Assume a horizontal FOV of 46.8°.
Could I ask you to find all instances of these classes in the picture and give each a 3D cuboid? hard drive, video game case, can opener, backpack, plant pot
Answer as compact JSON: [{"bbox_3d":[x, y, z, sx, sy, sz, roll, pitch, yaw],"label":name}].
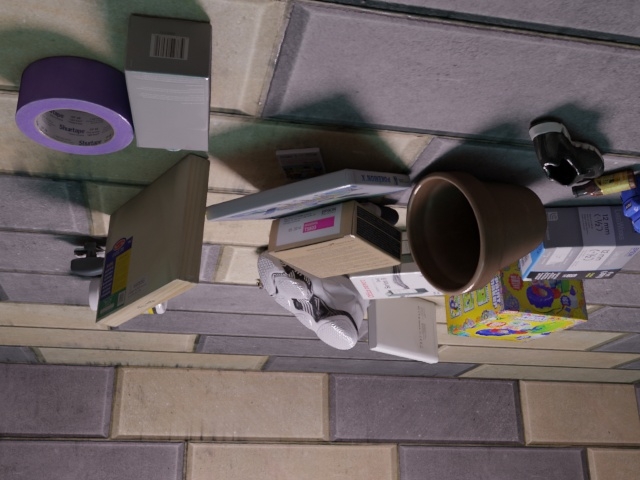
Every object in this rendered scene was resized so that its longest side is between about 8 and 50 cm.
[{"bbox_3d":[0.264,0.268,2.352,0.308,0.202,0.040,19,152,-41],"label":"hard drive"},{"bbox_3d":[-0.037,-0.155,1.513,0.087,0.011,0.122,-4,159,7],"label":"video game case"},{"bbox_3d":[-0.501,0.052,1.924,0.284,0.095,0.076,1,160,-4],"label":"can opener"},{"bbox_3d":[0.705,-0.073,1.589,0.101,0.120,0.098,0,160,-2],"label":"backpack"},{"bbox_3d":[0.346,-0.029,1.575,0.229,0.262,0.263,-10,165,-28],"label":"plant pot"},{"bbox_3d":[-0.017,-0.088,1.519,0.329,0.036,0.300,-13,176,28],"label":"video game case"}]

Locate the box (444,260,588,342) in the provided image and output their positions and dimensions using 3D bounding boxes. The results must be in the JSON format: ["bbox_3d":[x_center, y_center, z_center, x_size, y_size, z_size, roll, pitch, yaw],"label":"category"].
[{"bbox_3d":[0.558,0.171,2.148,0.290,0.176,0.279,8,156,-22],"label":"box"}]

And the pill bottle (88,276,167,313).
[{"bbox_3d":[-0.560,0.156,2.163,0.209,0.119,0.119,-1,159,-1],"label":"pill bottle"}]

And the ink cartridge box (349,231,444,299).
[{"bbox_3d":[0.231,0.065,1.938,0.289,0.121,0.211,-5,158,13],"label":"ink cartridge box"}]

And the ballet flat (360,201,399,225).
[{"bbox_3d":[0.077,-0.055,1.700,0.203,0.074,0.074,-2,159,11],"label":"ballet flat"}]

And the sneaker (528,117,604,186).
[{"bbox_3d":[0.477,-0.144,1.421,0.078,0.106,0.234,-18,153,40],"label":"sneaker"}]

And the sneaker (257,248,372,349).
[{"bbox_3d":[-0.004,0.118,2.067,0.366,0.210,0.137,45,142,-13],"label":"sneaker"}]

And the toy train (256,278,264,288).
[{"bbox_3d":[-0.125,0.143,2.265,0.158,0.027,0.036,14,151,-33],"label":"toy train"}]

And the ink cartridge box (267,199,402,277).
[{"bbox_3d":[0.034,0.003,1.642,0.235,0.088,0.193,-11,153,36],"label":"ink cartridge box"}]

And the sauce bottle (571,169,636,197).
[{"bbox_3d":[0.605,-0.117,1.582,0.128,0.042,0.042,-14,155,27],"label":"sauce bottle"}]

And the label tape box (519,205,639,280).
[{"bbox_3d":[0.688,0.011,1.822,0.348,0.115,0.249,0,159,3],"label":"label tape box"}]

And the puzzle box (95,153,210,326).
[{"bbox_3d":[-0.366,0.012,1.583,0.052,0.271,0.409,17,154,-34],"label":"puzzle box"}]

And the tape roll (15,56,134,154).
[{"bbox_3d":[-0.406,-0.221,1.239,0.189,0.080,0.189,-1,159,0],"label":"tape roll"}]

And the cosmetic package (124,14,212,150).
[{"bbox_3d":[-0.235,-0.238,1.172,0.127,0.107,0.238,3,161,-10],"label":"cosmetic package"}]
